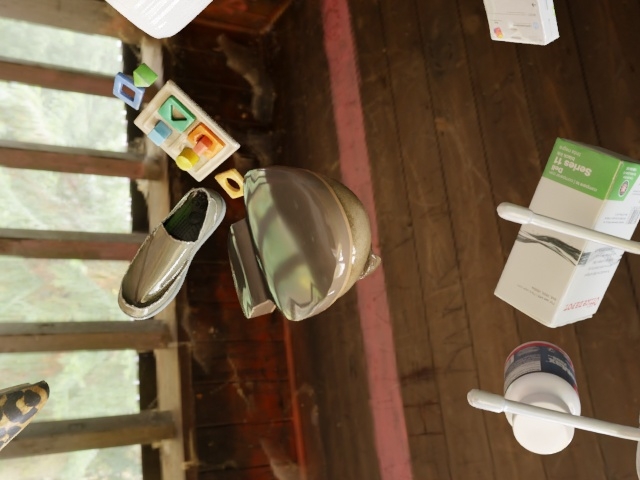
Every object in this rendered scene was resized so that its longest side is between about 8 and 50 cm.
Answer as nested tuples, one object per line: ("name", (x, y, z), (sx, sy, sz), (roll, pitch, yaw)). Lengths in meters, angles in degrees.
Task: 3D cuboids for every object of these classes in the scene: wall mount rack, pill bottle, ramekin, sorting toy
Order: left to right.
("ramekin", (-0.221, -0.340, 0.850), (0.109, 0.207, 0.207), (-46, -137, 9))
("sorting toy", (-0.273, -0.203, 1.403), (0.196, 0.347, 0.047), (-28, -156, 51))
("pill bottle", (0.327, 0.232, 1.050), (0.180, 0.107, 0.108), (-49, 157, -68))
("wall mount rack", (0.324, 0.087, 0.699), (0.304, 0.130, 0.350), (3, -108, 33))

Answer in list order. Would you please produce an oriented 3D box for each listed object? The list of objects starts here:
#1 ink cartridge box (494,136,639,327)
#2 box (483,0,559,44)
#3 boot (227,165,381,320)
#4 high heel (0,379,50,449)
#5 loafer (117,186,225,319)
("ink cartridge box", (0.316, -0.010, 0.873), (0.086, 0.153, 0.209), (30, -71, 36))
("box", (0.343, -0.445, 1.257), (0.145, 0.038, 0.186), (33, -31, 57))
("boot", (0.000, 0.000, 0.560), (0.305, 0.115, 0.112), (149, -71, -75))
("high heel", (-0.306, 0.252, 0.586), (0.186, 0.261, 0.093), (53, -12, 13))
("loafer", (-0.247, 0.010, 1.143), (0.251, 0.094, 0.087), (-60, 172, -15))
